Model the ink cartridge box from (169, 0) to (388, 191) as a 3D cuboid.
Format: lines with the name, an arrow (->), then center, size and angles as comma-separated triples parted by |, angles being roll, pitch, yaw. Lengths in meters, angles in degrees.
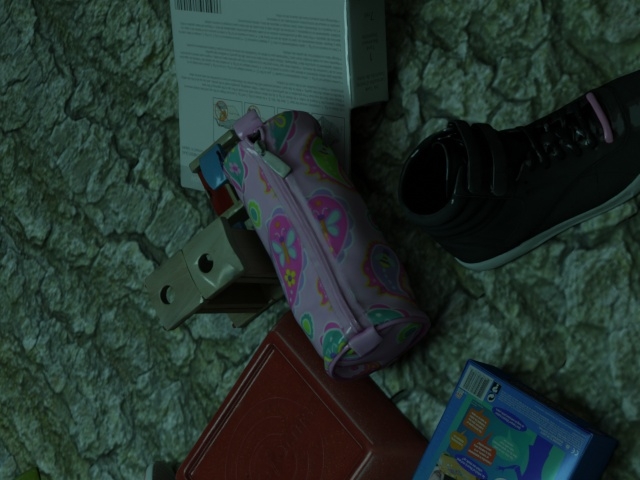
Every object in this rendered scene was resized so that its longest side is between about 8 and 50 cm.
ink cartridge box -> -0.051, -0.171, 1.713 | 0.296, 0.066, 0.261 | 14, 112, 45

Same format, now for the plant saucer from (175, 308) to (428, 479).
plant saucer -> -0.039, 0.233, 1.586 | 0.258, 0.047, 0.259 | -56, 46, 14

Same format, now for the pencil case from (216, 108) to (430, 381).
pencil case -> 0.000, 0.000, 1.544 | 0.124, 0.124, 0.284 | -40, 64, 27

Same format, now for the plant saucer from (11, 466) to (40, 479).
plant saucer -> -0.407, 0.398, 1.879 | 0.188, 0.045, 0.188 | -36, 55, 30

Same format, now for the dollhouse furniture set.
dollhouse furniture set -> -0.121, -0.012, 1.658 | 0.129, 0.129, 0.184 | -38, 67, 29

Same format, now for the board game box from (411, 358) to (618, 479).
board game box -> 0.157, 0.237, 1.399 | 0.160, 0.047, 0.210 | 31, 99, 44

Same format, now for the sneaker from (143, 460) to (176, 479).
sneaker -> -0.191, 0.315, 1.697 | 0.070, 0.051, 0.134 | -24, 66, 30

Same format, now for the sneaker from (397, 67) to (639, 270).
sneaker -> 0.196, -0.078, 1.393 | 0.295, 0.147, 0.104 | -36, 53, 28
